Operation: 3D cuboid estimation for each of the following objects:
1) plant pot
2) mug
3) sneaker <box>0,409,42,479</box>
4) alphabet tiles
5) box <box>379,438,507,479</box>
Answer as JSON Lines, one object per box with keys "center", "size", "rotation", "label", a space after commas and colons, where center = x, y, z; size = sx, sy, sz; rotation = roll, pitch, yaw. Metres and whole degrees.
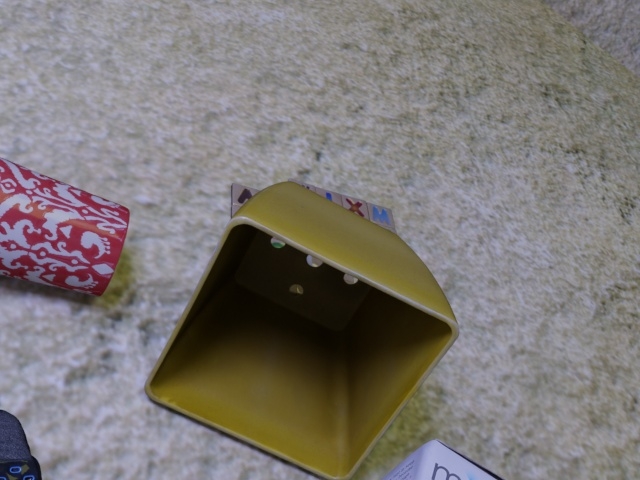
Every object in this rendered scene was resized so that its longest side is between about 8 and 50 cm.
{"center": [-0.013, 0.063, 0.738], "size": [0.212, 0.212, 0.187], "rotation": [27, 27, -8], "label": "plant pot"}
{"center": [-0.274, -0.028, 0.717], "size": [0.169, 0.113, 0.150], "rotation": [19, 43, -22], "label": "mug"}
{"center": [-0.255, 0.197, 0.520], "size": [0.121, 0.079, 0.217], "rotation": [11, 43, -23], "label": "sneaker"}
{"center": [0.000, 0.000, 0.950], "size": [0.237, 0.009, 0.198], "rotation": [15, 43, -22], "label": "alphabet tiles"}
{"center": [0.023, 0.293, 0.469], "size": [0.127, 0.262, 0.231], "rotation": [33, 38, -2], "label": "box"}
